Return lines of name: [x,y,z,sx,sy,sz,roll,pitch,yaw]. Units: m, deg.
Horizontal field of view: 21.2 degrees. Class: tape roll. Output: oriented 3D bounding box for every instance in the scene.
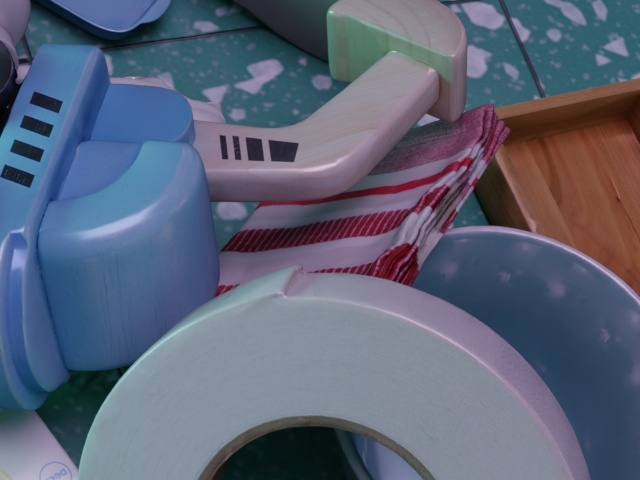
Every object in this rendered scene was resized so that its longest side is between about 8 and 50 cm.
tape roll: [0.009,0.214,1.269,0.392,0.392,0.072,31,20,4]

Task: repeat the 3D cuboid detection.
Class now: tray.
tray: [0.302,0.048,1.602,0.202,0.076,0.411,-13,66,-21]

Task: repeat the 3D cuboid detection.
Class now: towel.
towel: [0.000,0.000,1.445,0.037,0.237,0.329,61,41,-24]

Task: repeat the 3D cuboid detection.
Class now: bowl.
bowl: [0.140,0.161,1.440,0.311,0.163,0.312,6,59,-10]

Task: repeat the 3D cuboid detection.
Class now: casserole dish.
casserole dish: [-0.233,-0.260,1.662,0.188,0.037,0.114,32,58,4]

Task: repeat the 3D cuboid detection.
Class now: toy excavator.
toy excavator: [-0.120,-0.045,1.391,0.445,0.222,0.433,6,47,8]

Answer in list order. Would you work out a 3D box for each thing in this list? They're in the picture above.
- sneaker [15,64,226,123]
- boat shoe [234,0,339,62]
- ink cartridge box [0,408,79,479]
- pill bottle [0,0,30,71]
sneaker: [-0.190,-0.124,1.582,0.212,0.080,0.094,18,45,-11]
boat shoe: [-0.031,-0.303,1.682,0.340,0.127,0.158,30,65,4]
ink cartridge box: [-0.256,0.243,1.355,0.171,0.056,0.235,-31,70,-28]
pill bottle: [-0.347,-0.245,1.539,0.146,0.146,0.264,-10,55,-20]
